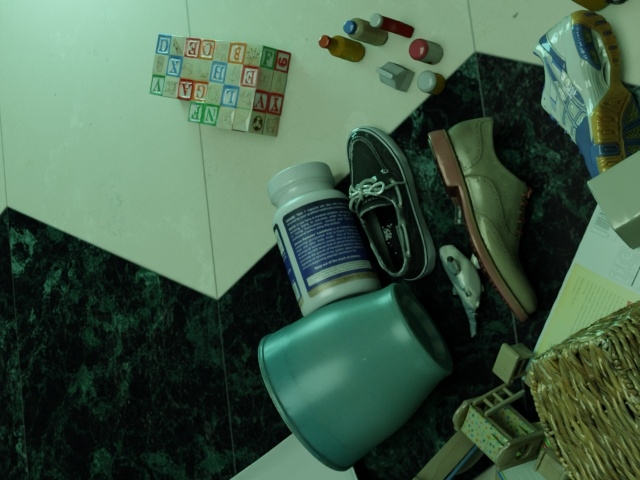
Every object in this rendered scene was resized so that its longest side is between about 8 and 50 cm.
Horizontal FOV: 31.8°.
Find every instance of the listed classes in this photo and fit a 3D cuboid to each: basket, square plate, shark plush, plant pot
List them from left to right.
[{"bbox_3d":[-0.021,0.540,2.077,0.347,0.049,0.344,-41,58,31],"label":"square plate"},{"bbox_3d":[0.076,0.212,1.920,0.255,0.271,0.272,-35,66,15],"label":"plant pot"},{"bbox_3d":[0.251,0.082,1.925,0.067,0.073,0.161,-20,96,55],"label":"shark plush"},{"bbox_3d":[0.472,0.252,1.632,0.213,0.223,0.299,-36,81,54],"label":"basket"}]

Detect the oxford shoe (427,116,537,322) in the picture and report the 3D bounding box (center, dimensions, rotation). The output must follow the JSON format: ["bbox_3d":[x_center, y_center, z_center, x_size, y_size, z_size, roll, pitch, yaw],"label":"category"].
[{"bbox_3d":[0.295,-0.040,1.838,0.130,0.123,0.348,-23,86,4],"label":"oxford shoe"}]

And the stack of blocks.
[{"bbox_3d":[-0.211,-0.316,2.268,0.297,0.087,0.171,15,97,38],"label":"stack of blocks"}]

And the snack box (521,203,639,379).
[{"bbox_3d":[0.458,0.117,1.734,0.187,0.060,0.322,31,106,36],"label":"snack box"}]

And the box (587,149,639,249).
[{"bbox_3d":[0.535,-0.104,1.613,0.275,0.113,0.094,-31,60,17],"label":"box"}]

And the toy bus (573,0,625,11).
[{"bbox_3d":[0.509,-0.490,1.698,0.332,0.108,0.130,-33,67,32],"label":"toy bus"}]

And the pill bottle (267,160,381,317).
[{"bbox_3d":[0.000,0.000,2.042,0.153,0.153,0.265,-32,68,33],"label":"pill bottle"}]

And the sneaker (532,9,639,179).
[{"bbox_3d":[0.420,-0.207,1.773,0.131,0.112,0.296,-25,70,53],"label":"sneaker"}]

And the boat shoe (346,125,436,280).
[{"bbox_3d":[0.103,-0.070,1.996,0.113,0.105,0.306,-27,72,34],"label":"boat shoe"}]

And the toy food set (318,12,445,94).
[{"bbox_3d":[0.115,-0.339,2.002,0.232,0.104,0.111,34,108,34],"label":"toy food set"}]

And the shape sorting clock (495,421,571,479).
[{"bbox_3d":[0.367,0.395,1.802,0.206,0.040,0.206,1,91,50],"label":"shape sorting clock"}]

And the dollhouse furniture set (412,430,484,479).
[{"bbox_3d":[0.261,0.498,1.827,0.303,0.198,0.286,42,133,13],"label":"dollhouse furniture set"}]

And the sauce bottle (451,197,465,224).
[{"bbox_3d":[0.243,-0.091,1.927,0.042,0.042,0.128,4,89,38],"label":"sauce bottle"}]

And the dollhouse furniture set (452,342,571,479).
[{"bbox_3d":[0.314,0.276,1.736,0.182,0.101,0.161,42,128,41],"label":"dollhouse furniture set"}]
